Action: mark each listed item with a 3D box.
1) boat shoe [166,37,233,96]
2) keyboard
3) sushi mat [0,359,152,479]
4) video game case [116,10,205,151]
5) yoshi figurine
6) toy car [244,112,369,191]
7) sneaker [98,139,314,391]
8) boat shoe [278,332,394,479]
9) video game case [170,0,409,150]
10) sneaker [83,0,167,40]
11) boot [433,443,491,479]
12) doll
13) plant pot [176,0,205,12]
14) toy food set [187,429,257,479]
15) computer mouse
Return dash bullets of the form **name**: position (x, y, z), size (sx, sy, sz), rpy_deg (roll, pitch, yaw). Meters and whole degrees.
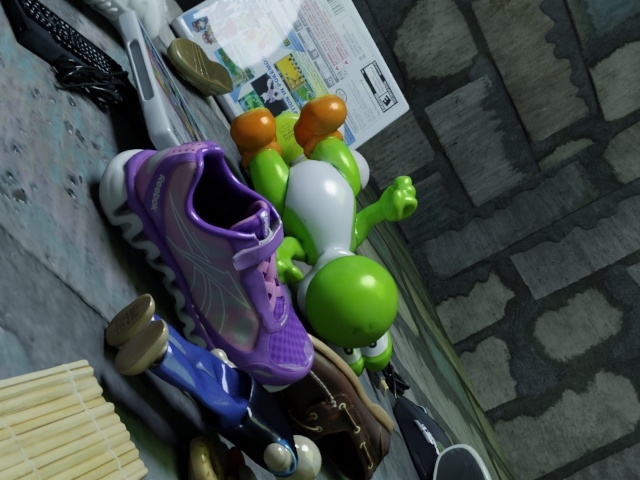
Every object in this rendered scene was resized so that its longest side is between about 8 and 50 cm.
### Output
- **boat shoe**: position (-0.176, -0.237, 1.121), size (0.153, 0.048, 0.056), rpy_deg (12, 61, -70)
- **keyboard**: position (-0.206, -0.167, 0.718), size (0.100, 0.038, 0.192), rpy_deg (64, 10, 15)
- **sushi mat**: position (-0.127, 0.128, 0.283), size (0.151, 0.019, 0.316), rpy_deg (61, 8, 7)
- **video game case**: position (-0.144, -0.105, 0.821), size (0.201, 0.023, 0.183), rpy_deg (65, 2, -54)
- **yoshi figurine**: position (0.013, -0.009, 1.005), size (0.203, 0.204, 0.362), rpy_deg (1, 68, -59)
- **toy car**: position (-0.030, -0.110, 1.211), size (0.182, 0.159, 0.136), rpy_deg (57, -12, -21)
- **sneaker**: position (-0.067, 0.019, 0.629), size (0.236, 0.105, 0.095), rpy_deg (57, 34, -17)
- **boat shoe**: position (0.006, 0.163, 0.771), size (0.207, 0.073, 0.073), rpy_deg (50, 55, -33)
- **video game case**: position (-0.036, -0.281, 1.309), size (0.329, 0.300, 0.036), rpy_deg (59, -26, -15)
- **sneaker**: position (-0.231, -0.280, 0.821), size (0.235, 0.090, 0.094), rpy_deg (74, 37, -58)
- **boot**: position (0.238, 0.433, 1.182), size (0.176, 0.089, 0.244), rpy_deg (48, 27, -58)
- **doll**: position (-0.060, 0.110, 0.541), size (0.189, 0.046, 0.129), rpy_deg (47, -2, -31)
- **plant pot**: position (-0.214, -0.528, 1.394), size (0.188, 0.167, 0.187), rpy_deg (50, 14, -47)
- **toy food set**: position (-0.061, 0.167, 0.534), size (0.083, 0.020, 0.082), rpy_deg (62, 9, 11)
- **computer mouse**: position (0.149, 0.277, 1.257), size (0.184, 0.060, 0.262), rpy_deg (53, 11, -45)
